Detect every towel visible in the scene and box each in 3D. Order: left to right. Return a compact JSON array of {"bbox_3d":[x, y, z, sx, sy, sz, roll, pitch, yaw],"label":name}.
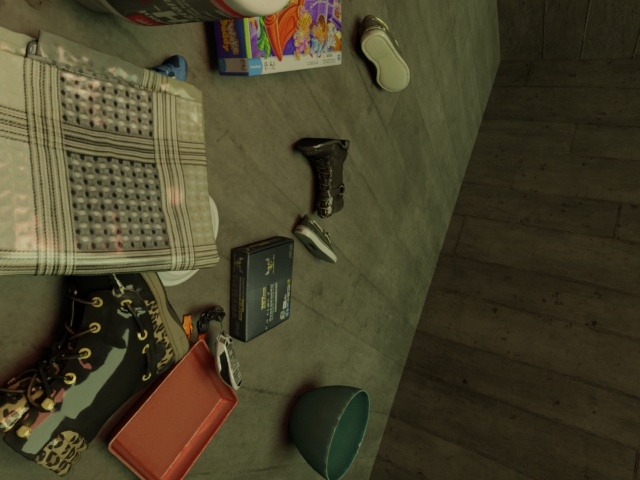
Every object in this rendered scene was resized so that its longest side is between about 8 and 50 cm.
[{"bbox_3d":[-0.285,-0.114,0.598,0.312,0.056,0.323,1,77,-46],"label":"towel"}]

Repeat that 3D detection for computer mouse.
[{"bbox_3d":[-0.221,0.242,0.953,0.106,0.042,0.192,-23,99,-87],"label":"computer mouse"}]

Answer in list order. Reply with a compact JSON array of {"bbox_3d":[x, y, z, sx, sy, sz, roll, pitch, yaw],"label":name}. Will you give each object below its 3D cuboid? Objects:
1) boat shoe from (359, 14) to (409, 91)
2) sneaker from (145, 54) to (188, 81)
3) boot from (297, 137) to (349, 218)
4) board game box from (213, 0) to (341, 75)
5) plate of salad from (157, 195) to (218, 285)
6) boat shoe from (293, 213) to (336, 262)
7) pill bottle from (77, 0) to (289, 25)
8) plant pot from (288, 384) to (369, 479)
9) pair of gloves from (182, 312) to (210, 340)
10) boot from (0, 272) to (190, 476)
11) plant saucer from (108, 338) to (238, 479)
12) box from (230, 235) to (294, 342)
[{"bbox_3d":[0.207,-0.587,1.369,0.305,0.109,0.091,28,50,-60],"label":"boat shoe"},{"bbox_3d":[-0.276,-0.268,0.722,0.144,0.053,0.059,-65,146,-22],"label":"sneaker"},{"bbox_3d":[0.018,-0.174,1.225,0.263,0.091,0.228,-20,117,-58],"label":"boot"},{"bbox_3d":[-0.075,-0.478,0.890,0.347,0.078,0.233,-35,131,-49],"label":"board game box"},{"bbox_3d":[-0.273,-0.007,0.836,0.200,0.048,0.199,-48,150,-40],"label":"plate of salad"},{"bbox_3d":[0.000,0.000,1.277,0.070,0.078,0.219,-65,147,-18],"label":"boat shoe"},{"bbox_3d":[-0.196,-0.373,0.547,0.176,0.319,0.176,-30,126,-52],"label":"pill bottle"},{"bbox_3d":[0.012,0.602,1.415,0.290,0.196,0.290,-32,128,-52],"label":"plant pot"},{"bbox_3d":[-0.275,0.194,0.948,0.083,0.010,0.074,0,101,-61],"label":"pair of gloves"},{"bbox_3d":[-0.374,0.156,0.649,0.284,0.138,0.377,-52,147,-37],"label":"boot"},{"bbox_3d":[-0.309,0.379,0.928,0.258,0.048,0.259,-51,141,-37],"label":"plant saucer"},{"bbox_3d":[-0.146,0.117,1.090,0.183,0.059,0.232,-17,116,-55],"label":"box"}]
